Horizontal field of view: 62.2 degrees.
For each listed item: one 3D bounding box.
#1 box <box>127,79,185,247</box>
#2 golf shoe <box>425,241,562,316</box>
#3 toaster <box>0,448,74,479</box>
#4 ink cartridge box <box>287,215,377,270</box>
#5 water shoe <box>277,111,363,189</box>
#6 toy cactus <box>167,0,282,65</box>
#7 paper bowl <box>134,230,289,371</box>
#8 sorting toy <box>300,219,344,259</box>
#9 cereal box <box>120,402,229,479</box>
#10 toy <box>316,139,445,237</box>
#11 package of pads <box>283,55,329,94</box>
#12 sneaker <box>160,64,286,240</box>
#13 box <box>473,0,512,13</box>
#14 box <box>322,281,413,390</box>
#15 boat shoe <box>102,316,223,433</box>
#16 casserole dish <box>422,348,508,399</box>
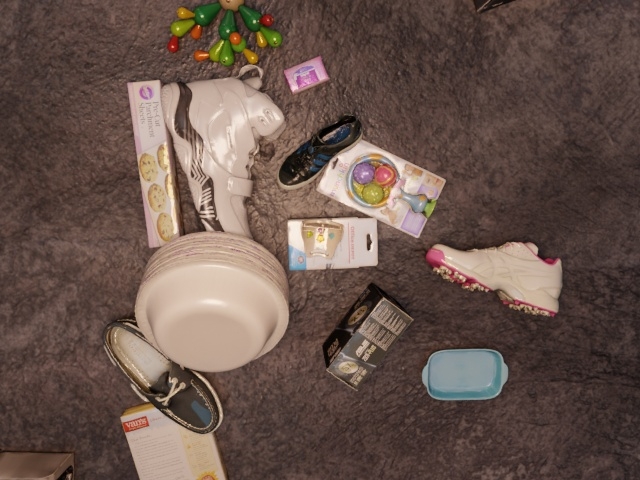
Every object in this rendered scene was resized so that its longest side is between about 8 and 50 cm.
[{"bbox_3d":[-0.323,-0.147,1.052,0.067,0.063,0.323,-5,97,-4],"label":"box"},{"bbox_3d":[0.367,0.052,1.106,0.307,0.115,0.140,22,85,-12],"label":"golf shoe"},{"bbox_3d":[-0.615,0.531,1.098,0.186,0.110,0.167,3,96,-4],"label":"toaster"},{"bbox_3d":[0.024,0.004,1.093,0.180,0.060,0.104,-2,96,-3],"label":"ink cartridge box"},{"bbox_3d":[-0.010,-0.182,1.050,0.203,0.080,0.073,-38,71,0],"label":"water shoe"},{"bbox_3d":[-0.181,-0.425,1.005,0.219,0.112,0.180,6,88,15],"label":"toy cactus"},{"bbox_3d":[-0.200,0.134,0.995,0.285,0.148,0.284,-2,129,-2],"label":"paper bowl"},{"bbox_3d":[0.000,0.000,1.041,0.083,0.045,0.075,5,103,-4],"label":"sorting toy"},{"bbox_3d":[-0.306,0.455,1.137,0.173,0.047,0.240,-14,96,-3],"label":"cereal box"},{"bbox_3d":[0.128,-0.113,1.087,0.237,0.056,0.136,25,94,-6],"label":"toy"},{"bbox_3d":[-0.028,-0.330,1.063,0.083,0.032,0.050,-22,97,0],"label":"package of pads"},{"bbox_3d":[-0.151,-0.152,1.024,0.210,0.137,0.365,-20,96,1],"label":"sneaker"},{"bbox_3d":[0.353,-0.657,0.912,0.212,0.293,0.395,-20,98,0],"label":"box"},{"bbox_3d":[0.089,0.189,1.077,0.078,0.147,0.180,37,94,-7],"label":"box"},{"bbox_3d":[-0.321,0.278,1.063,0.303,0.091,0.114,40,84,4],"label":"boat shoe"},{"bbox_3d":[0.311,0.287,1.158,0.189,0.037,0.114,-1,97,-3],"label":"casserole dish"}]
